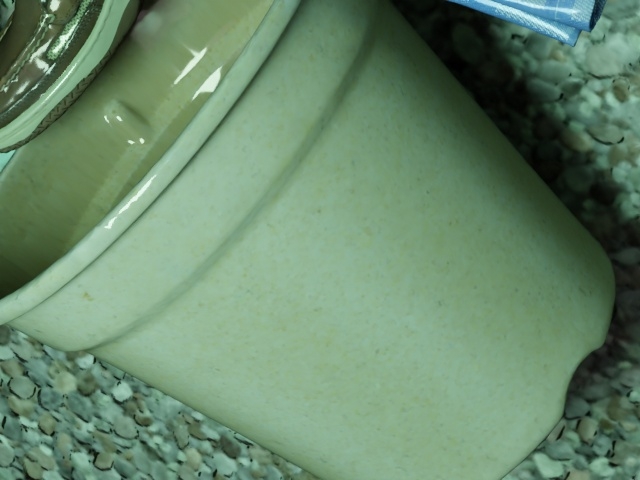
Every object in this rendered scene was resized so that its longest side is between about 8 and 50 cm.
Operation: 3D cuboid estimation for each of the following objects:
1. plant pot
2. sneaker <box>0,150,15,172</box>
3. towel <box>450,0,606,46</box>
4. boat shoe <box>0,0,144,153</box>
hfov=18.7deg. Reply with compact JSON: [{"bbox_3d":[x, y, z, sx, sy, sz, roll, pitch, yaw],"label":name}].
[{"bbox_3d":[0.000,0.000,1.182,0.305,0.333,0.334,39,131,-19],"label":"plant pot"},{"bbox_3d":[-0.239,-0.141,1.358,0.151,0.094,0.256,26,117,-19],"label":"sneaker"},{"bbox_3d":[0.100,-0.260,1.014,0.209,0.285,0.034,22,171,14],"label":"towel"},{"bbox_3d":[-0.156,-0.175,1.210,0.095,0.095,0.257,35,97,-30],"label":"boat shoe"}]
